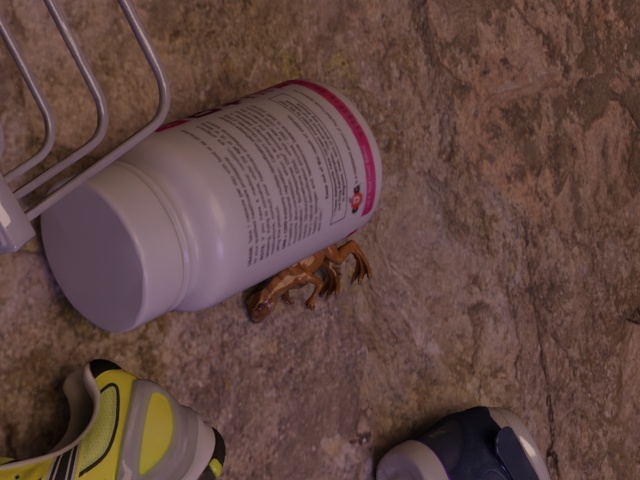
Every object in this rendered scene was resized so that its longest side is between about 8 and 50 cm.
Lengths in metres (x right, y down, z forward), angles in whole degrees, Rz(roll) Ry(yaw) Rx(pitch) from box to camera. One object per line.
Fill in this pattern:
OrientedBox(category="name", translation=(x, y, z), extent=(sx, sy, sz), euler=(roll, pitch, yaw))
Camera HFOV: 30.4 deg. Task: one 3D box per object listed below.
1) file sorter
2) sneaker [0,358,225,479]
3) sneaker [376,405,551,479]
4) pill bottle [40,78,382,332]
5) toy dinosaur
OrientedBox(category="file sorter", translation=(-0.270, -0.106, 0.784), extent=(0.173, 0.278, 0.193), euler=(-44, 117, -42))
OrientedBox(category="sneaker", translation=(-0.238, 0.258, 0.910), extent=(0.147, 0.145, 0.384), euler=(44, 53, -9))
OrientedBox(category="sneaker", translation=(0.195, 0.347, 1.310), extent=(0.236, 0.130, 0.322), euler=(-13, 91, -40))
OrientedBox(category="pill bottle", translation=(-0.091, -0.034, 1.034), extent=(0.283, 0.160, 0.160), euler=(-27, 106, -43))
OrientedBox(category="toy dinosaur", translation=(0.000, 0.000, 1.190), extent=(0.112, 0.064, 0.211), euler=(44, 58, -32))
